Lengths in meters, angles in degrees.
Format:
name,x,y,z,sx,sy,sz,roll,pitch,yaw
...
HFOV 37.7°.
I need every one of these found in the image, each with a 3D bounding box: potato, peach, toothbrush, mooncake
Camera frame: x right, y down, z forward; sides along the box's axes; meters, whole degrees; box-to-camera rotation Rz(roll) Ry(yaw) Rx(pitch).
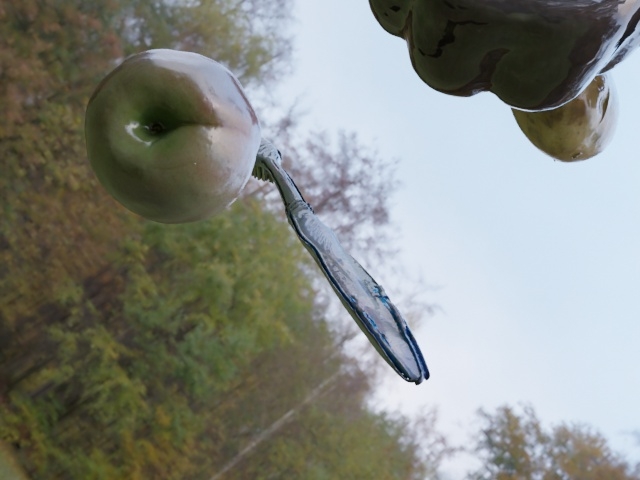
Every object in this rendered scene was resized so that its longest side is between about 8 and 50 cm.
name,x,y,z,sx,sy,sz,roll,pitch,yaw
potato,0.294,-0.175,1.140,0.128,0.235,0.161,-11,-75,22
peach,-0.067,-0.048,0.433,0.083,0.083,0.083,46,-22,24
toothbrush,0.000,0.000,0.856,0.413,0.035,0.042,-126,-156,-52
mooncake,0.188,-0.270,0.862,0.306,0.306,0.154,49,-20,17
